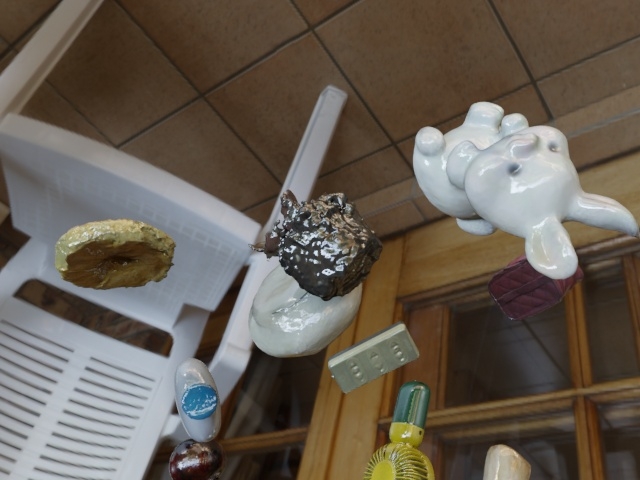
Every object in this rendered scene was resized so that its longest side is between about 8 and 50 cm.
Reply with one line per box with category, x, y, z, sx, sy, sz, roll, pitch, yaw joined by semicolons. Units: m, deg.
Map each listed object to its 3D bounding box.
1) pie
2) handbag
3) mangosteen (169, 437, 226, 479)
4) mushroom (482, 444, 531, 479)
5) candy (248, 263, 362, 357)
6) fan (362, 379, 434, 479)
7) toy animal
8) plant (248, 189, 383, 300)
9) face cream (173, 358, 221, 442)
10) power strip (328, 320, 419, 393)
pie;-0.567;0.047;1.647;0.339;0.083;0.340;-7;150;-4
handbag;0.557;0.109;1.565;0.147;0.135;0.225;56;145;5
mangosteen;-0.320;0.594;1.562;0.152;0.153;0.153;8;138;8
mushroom;0.236;0.384;0.788;0.207;0.215;0.207;17;149;11
candy;-0.024;0.151;1.370;0.295;0.296;0.185;-17;124;31
fan;0.090;0.230;0.662;0.039;0.155;0.082;33;148;-27
toy animal;0.329;-0.076;1.007;0.196;0.367;0.241;-31;123;-15
plant;0.000;0.000;1.205;0.234;0.178;0.204;45;123;25
face cream;-0.240;0.312;1.163;0.080;0.163;0.337;-14;171;-16
power strip;0.145;0.334;1.686;0.256;0.070;0.105;-28;100;6
